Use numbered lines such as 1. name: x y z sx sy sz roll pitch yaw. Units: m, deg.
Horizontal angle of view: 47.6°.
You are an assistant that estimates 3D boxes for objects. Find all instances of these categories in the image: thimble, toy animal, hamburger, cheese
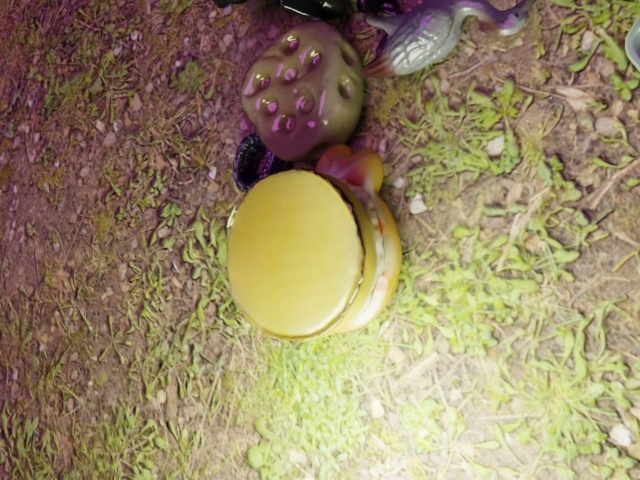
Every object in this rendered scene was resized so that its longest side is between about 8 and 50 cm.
1. thimble: -0.109 -0.135 1.294 0.104 0.066 0.095 -44 67 22
2. toy animal: 0.176 -0.334 1.121 0.324 0.090 0.195 18 95 34
3. hamburger: 0.000 0.000 1.141 0.260 0.186 0.303 3 96 34
4. cheese: -0.030 -0.249 1.227 0.217 0.117 0.235 23 95 34

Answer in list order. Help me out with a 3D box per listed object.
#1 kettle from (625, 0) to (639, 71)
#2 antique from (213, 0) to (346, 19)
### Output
1. kettle: 0.479 -0.284 0.906 0.210 0.159 0.243 -39 71 43
2. antique: -0.093 -0.474 1.172 0.255 0.322 0.185 16 84 24
